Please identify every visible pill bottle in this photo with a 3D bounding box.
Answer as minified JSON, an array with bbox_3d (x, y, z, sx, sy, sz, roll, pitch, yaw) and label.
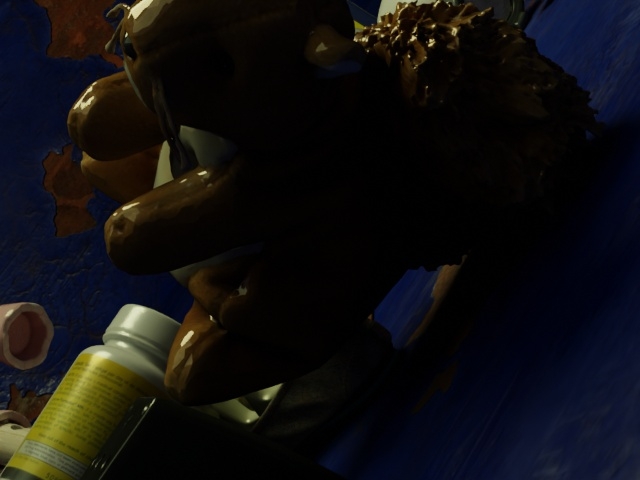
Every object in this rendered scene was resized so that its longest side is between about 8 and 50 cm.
[{"bbox_3d":[-0.185,0.167,1.624,0.208,0.119,0.119,-59,8,-21],"label":"pill bottle"}]

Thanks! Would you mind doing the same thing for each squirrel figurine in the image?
[{"bbox_3d":[0.004,-0.104,1.447,0.370,0.397,0.281,94,164,-51],"label":"squirrel figurine"}]

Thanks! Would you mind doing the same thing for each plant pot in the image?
[{"bbox_3d":[-0.109,0.222,1.489,0.187,0.167,0.188,-55,6,-11],"label":"plant pot"}]

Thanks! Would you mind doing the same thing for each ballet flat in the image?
[{"bbox_3d":[-0.050,0.151,1.671,0.316,0.106,0.107,-49,9,37],"label":"ballet flat"}]

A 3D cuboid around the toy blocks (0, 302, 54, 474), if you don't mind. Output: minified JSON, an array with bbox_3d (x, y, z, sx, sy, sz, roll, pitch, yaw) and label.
[{"bbox_3d":[-0.230,0.238,1.862,0.260,0.288,0.309,6,80,41],"label":"toy blocks"}]

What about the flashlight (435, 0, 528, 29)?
[{"bbox_3d":[0.143,-0.242,2.227,0.103,0.103,0.304,-36,3,-22],"label":"flashlight"}]

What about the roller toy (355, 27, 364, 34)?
[{"bbox_3d":[0.025,-0.146,2.238,0.191,0.209,0.146,-20,-4,-19],"label":"roller toy"}]

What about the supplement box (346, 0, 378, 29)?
[{"bbox_3d":[-0.043,-0.140,2.504,0.356,0.195,0.194,-58,-1,-26],"label":"supplement box"}]

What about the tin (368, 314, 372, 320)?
[{"bbox_3d":[-0.005,0.068,1.761,0.040,0.106,0.189,-52,7,15],"label":"tin"}]

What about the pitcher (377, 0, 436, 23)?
[{"bbox_3d":[0.164,-0.349,2.440,0.207,0.125,0.178,-48,37,16],"label":"pitcher"}]
